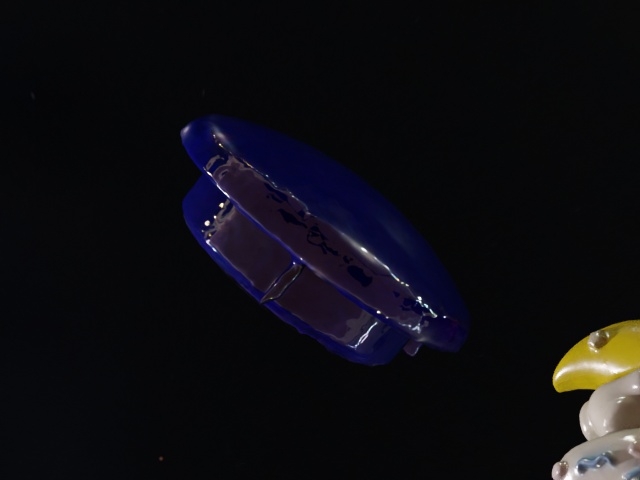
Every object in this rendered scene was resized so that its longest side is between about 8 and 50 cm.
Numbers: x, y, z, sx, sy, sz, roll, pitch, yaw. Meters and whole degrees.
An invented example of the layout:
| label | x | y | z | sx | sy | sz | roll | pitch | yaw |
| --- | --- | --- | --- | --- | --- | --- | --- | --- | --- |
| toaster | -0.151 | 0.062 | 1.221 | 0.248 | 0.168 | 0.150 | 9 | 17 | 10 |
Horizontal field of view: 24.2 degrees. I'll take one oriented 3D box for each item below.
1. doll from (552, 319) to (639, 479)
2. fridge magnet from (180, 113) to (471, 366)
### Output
| label | x | y | z | sx | sy | sz | roll | pitch | yaw |
| --- | --- | --- | --- | --- | --- | --- | --- | --- | --- |
| doll | 0.248 | 0.166 | 1.130 | 0.111 | 0.252 | 0.237 | 25 | -121 | -40 |
| fridge magnet | 0.000 | 0.000 | 1.129 | 0.265 | 0.265 | 0.112 | 39 | -81 | 1 |
